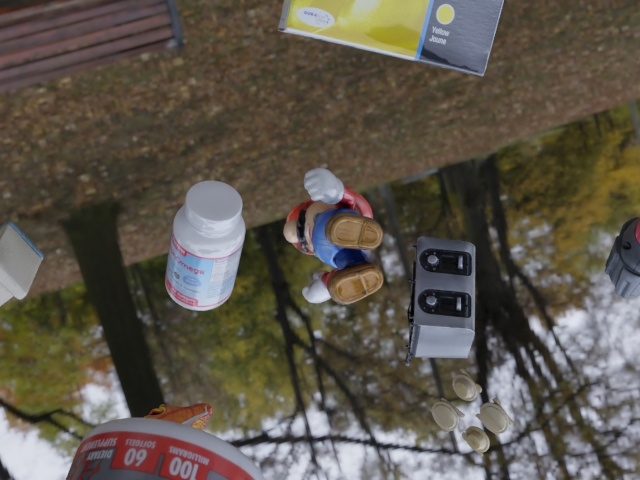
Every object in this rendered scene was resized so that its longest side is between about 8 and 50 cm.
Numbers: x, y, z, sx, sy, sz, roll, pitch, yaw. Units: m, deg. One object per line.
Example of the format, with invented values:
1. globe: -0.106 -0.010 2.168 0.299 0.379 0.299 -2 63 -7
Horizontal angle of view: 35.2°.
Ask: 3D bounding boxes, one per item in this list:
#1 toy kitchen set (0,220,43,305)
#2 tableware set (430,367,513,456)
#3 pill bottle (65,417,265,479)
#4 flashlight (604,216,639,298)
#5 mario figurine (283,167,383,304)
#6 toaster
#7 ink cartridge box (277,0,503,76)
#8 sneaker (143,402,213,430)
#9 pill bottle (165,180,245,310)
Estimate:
1. toy kitchen set: -0.346 -0.010 0.777 0.166 0.207 0.122 -36 -155 8
2. tableware set: 0.288 0.335 1.932 0.020 0.141 0.169 -27 154 -43
3. pill bottle: -0.189 0.374 0.970 0.210 0.210 0.363 -12 -135 29
4. flashlight: 0.384 -0.037 1.098 0.103 0.103 0.304 -4 147 -6
5. mario figurine: 0.000 0.000 1.561 0.198 0.170 0.320 -57 -167 5
6. toaster: 0.205 0.108 1.729 0.110 0.168 0.186 4 152 4
7. ink cartridge box: 0.120 -0.404 1.369 0.303 0.307 0.072 9 -167 -17
8. sneaker: -0.197 0.247 1.396 0.067 0.064 0.175 30 -177 13
9. pill bottle: -0.138 0.006 1.218 0.087 0.087 0.160 -20 147 -29
